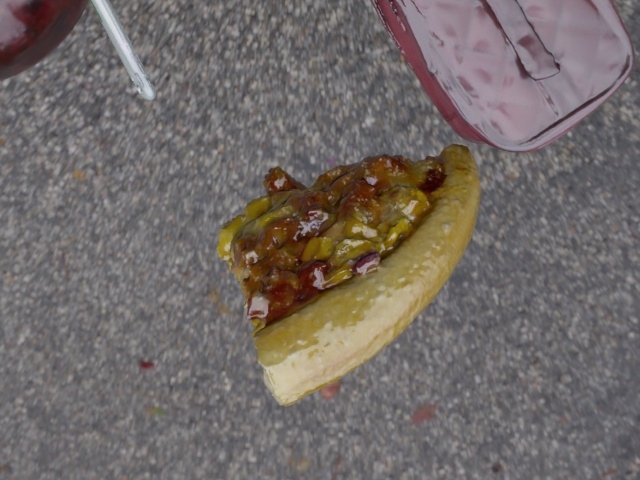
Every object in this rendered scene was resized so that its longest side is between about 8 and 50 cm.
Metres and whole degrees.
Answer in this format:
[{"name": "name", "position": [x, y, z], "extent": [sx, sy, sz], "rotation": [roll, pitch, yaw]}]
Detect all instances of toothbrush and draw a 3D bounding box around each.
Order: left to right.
[{"name": "toothbrush", "position": [-0.238, -0.308, 1.025], "extent": [0.040, 0.042, 0.418], "rotation": [-33, 127, -12]}]

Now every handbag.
[{"name": "handbag", "position": [0.130, -0.179, 0.845], "extent": [0.146, 0.135, 0.225], "rotation": [-32, 100, 0]}]

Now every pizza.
[{"name": "pizza", "position": [0.000, 0.000, 0.864], "extent": [0.229, 0.289, 0.081], "rotation": [8, 134, 42]}]

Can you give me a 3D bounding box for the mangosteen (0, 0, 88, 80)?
[{"name": "mangosteen", "position": [-0.301, -0.241, 0.852], "extent": [0.215, 0.215, 0.257], "rotation": [-34, 141, 13]}]
